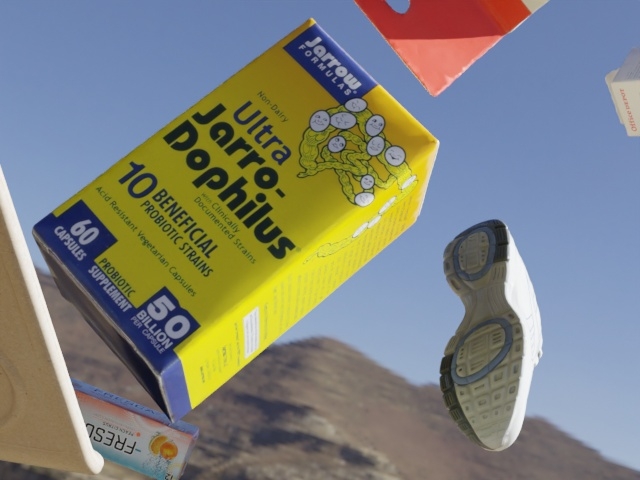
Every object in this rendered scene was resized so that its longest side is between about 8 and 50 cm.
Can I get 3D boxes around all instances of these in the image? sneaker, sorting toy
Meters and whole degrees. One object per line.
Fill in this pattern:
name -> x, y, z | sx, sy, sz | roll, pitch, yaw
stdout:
sneaker -> 0.212, 0.114, 1.380 | 0.111, 0.297, 0.129 | -20, -48, 31
sorting toy -> -0.202, 0.020, 0.541 | 0.193, 0.038, 0.208 | 5, -49, 19

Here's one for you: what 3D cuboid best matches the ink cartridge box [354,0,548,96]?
ink cartridge box -> 0.172, -0.393, 1.328 | 0.308, 0.385, 0.091 | 50, -23, -6

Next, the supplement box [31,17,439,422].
supplement box -> -0.080, -0.018, 1.228 | 0.194, 0.356, 0.195 | 46, -17, 14

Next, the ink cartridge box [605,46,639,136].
ink cartridge box -> 0.460, -0.202, 1.606 | 0.143, 0.090, 0.092 | 2, -49, 38

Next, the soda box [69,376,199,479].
soda box -> -0.231, 0.209, 1.351 | 0.183, 0.063, 0.058 | 21, 1, 2
